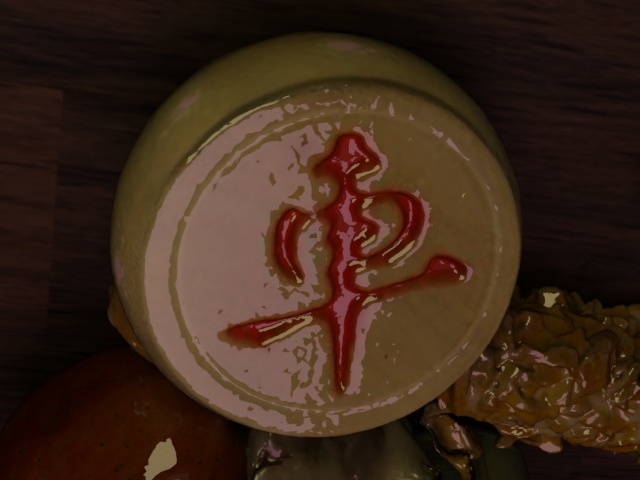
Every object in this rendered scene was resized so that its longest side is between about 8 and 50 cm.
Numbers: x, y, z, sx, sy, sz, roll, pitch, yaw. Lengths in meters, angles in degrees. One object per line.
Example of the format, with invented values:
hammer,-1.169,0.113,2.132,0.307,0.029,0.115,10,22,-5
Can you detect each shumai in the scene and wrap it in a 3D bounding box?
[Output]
shumai,0.027,0.174,0.794,0.120,0.201,0.201,14,143,24

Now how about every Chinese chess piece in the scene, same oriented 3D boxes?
Chinese chess piece,0.000,0.000,0.657,0.251,0.097,0.250,-5,113,-12

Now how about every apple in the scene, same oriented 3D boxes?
apple,-0.137,0.195,0.845,0.234,0.234,0.234,-2,137,-2

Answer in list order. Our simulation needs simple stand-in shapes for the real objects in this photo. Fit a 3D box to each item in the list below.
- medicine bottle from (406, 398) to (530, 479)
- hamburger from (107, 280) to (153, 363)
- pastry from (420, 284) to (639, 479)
medicine bottle,0.111,0.291,0.874,0.151,0.322,0.151,-2,137,-2
hamburger,-0.072,0.036,0.767,0.147,0.083,0.138,15,133,-14
pastry,0.177,0.108,0.845,0.250,0.102,0.154,7,133,-14
